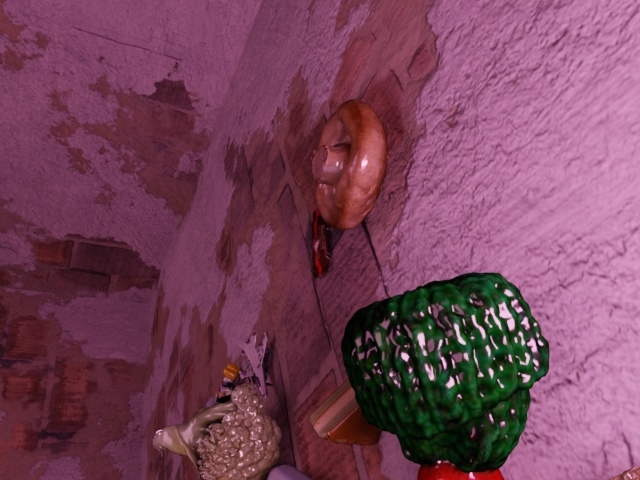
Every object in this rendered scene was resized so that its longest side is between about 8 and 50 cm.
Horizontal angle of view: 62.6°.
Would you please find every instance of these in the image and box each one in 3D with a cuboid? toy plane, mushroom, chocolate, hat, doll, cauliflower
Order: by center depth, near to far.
[{"bbox_3d":[0.176,0.216,0.676,0.274,0.242,0.332,123,129,-80],"label":"hat"},{"bbox_3d":[0.056,-0.157,1.099,0.278,0.146,0.278,-176,90,-73],"label":"mushroom"},{"bbox_3d":[0.000,0.000,1.281,0.086,0.028,0.182,-31,51,54],"label":"chocolate"},{"bbox_3d":[-0.224,0.496,1.298,0.281,0.261,0.326,19,98,40],"label":"cauliflower"},{"bbox_3d":[-0.171,0.346,1.453,0.160,0.082,0.234,-57,47,19],"label":"toy plane"},{"bbox_3d":[-0.318,0.544,1.636,0.145,0.103,0.316,30,102,67],"label":"doll"}]

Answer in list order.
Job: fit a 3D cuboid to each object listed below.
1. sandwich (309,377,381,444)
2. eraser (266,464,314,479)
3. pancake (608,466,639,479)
[{"bbox_3d":[0.062,0.275,0.948,0.079,0.114,0.163,37,112,62],"label":"sandwich"},{"bbox_3d":[-0.021,0.567,1.012,0.290,0.104,0.189,-12,71,62],"label":"eraser"},{"bbox_3d":[0.326,0.372,0.435,0.356,0.065,0.355,-31,54,55],"label":"pancake"}]
